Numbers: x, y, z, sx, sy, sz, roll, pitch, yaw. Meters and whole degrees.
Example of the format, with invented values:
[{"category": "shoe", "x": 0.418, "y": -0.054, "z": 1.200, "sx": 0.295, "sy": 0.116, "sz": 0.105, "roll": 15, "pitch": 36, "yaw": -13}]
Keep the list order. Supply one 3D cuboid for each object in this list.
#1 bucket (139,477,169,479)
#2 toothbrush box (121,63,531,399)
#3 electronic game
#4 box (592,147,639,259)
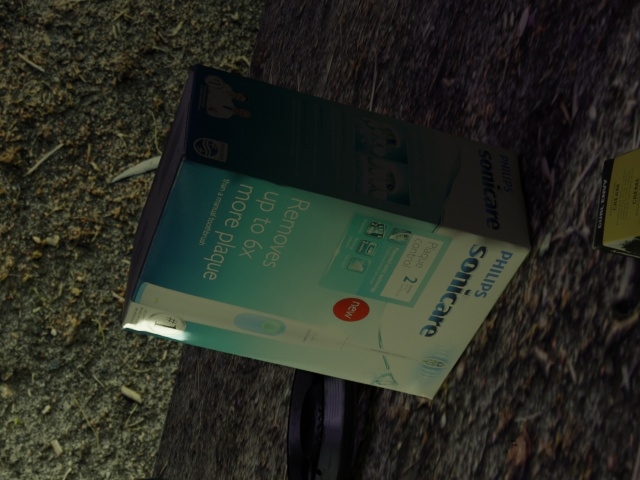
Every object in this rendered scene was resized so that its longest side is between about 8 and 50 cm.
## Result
[{"category": "bucket", "x": -0.166, "y": 0.398, "z": 1.437, "sx": 0.183, "sy": 0.281, "sz": 0.281, "roll": -14, "pitch": 61, "yaw": 59}, {"category": "toothbrush box", "x": 0.000, "y": 0.000, "z": 1.118, "sx": 0.126, "sy": 0.295, "sz": 0.216, "roll": -90, "pitch": 20, "yaw": -44}, {"category": "electronic game", "x": 0.003, "y": 0.201, "z": 1.436, "sx": 0.229, "sy": 0.048, "sz": 0.229, "roll": -174, "pitch": 90, "yaw": -79}, {"category": "box", "x": 0.229, "y": -0.027, "z": 0.650, "sx": 0.232, "sy": 0.087, "sz": 0.058, "roll": 156, "pitch": 125, "yaw": -72}]
